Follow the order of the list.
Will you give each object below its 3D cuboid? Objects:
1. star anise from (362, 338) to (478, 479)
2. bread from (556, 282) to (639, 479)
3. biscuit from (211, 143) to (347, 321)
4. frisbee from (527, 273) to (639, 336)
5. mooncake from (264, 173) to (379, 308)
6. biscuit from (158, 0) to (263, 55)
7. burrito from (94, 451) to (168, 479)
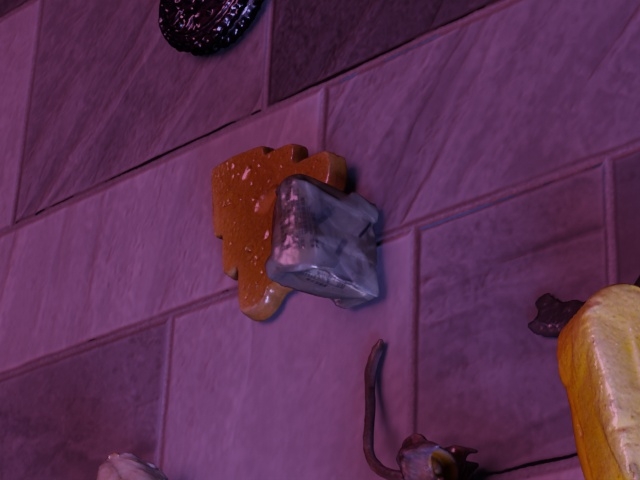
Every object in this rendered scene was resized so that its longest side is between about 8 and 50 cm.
[{"bbox_3d":[0.061,0.186,1.588,0.218,0.148,0.227,-34,41,-31],"label":"star anise"},{"bbox_3d":[0.268,0.157,1.379,0.094,0.102,0.245,109,153,-58],"label":"bread"},{"bbox_3d":[-0.057,-0.029,1.898,0.238,0.041,0.212,42,109,49],"label":"biscuit"},{"bbox_3d":[0.263,0.075,1.511,0.187,0.012,0.211,-5,68,46],"label":"frisbee"},{"bbox_3d":[0.000,0.000,1.748,0.073,0.130,0.125,-26,51,40],"label":"mooncake"},{"bbox_3d":[-0.135,-0.327,2.125,0.194,0.053,0.195,-23,56,39],"label":"biscuit"},{"bbox_3d":[-0.159,0.362,1.761,0.299,0.105,0.143,49,118,47],"label":"burrito"}]
